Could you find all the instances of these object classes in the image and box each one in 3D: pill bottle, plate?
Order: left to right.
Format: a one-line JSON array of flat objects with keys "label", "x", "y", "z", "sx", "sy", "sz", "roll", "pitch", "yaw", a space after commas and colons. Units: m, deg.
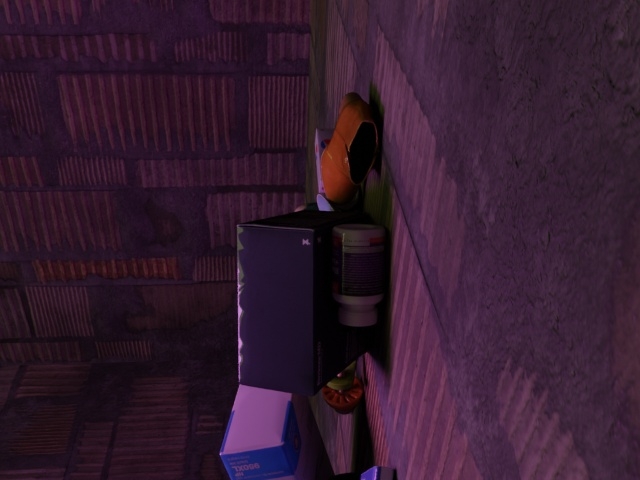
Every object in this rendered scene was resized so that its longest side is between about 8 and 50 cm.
[{"label": "plate", "x": 0.045, "y": -0.036, "z": 1.689, "sx": 0.188, "sy": 0.024, "sz": 0.188, "roll": 59, "pitch": 169, "yaw": 18}, {"label": "pill bottle", "x": 0.076, "y": 0.068, "z": 1.350, "sx": 0.108, "sy": 0.108, "sz": 0.193, "roll": -121, "pitch": 31, "yaw": -80}]

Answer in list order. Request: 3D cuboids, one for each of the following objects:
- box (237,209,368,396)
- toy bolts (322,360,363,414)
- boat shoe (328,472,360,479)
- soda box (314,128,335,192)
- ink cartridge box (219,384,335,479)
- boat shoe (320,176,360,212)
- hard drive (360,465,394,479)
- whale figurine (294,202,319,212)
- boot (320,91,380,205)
[{"label": "box", "x": -0.030, "y": 0.116, "z": 1.475, "sx": 0.312, "sy": 0.179, "sz": 0.342, "roll": -18, "pitch": -70, "yaw": -66}, {"label": "toy bolts", "x": 0.013, "y": 0.321, "z": 1.726, "sx": 0.228, "sy": 0.219, "sz": 0.158, "roll": -69, "pitch": -19, "yaw": -48}, {"label": "boat shoe", "x": 0.063, "y": 0.653, "z": 1.638, "sx": 0.302, "sy": 0.109, "sz": 0.098, "roll": 66, "pitch": -164, "yaw": -87}, {"label": "soda box", "x": 0.024, "y": -0.252, "z": 2.123, "sx": 0.073, "sy": 0.069, "sz": 0.216, "roll": 97, "pitch": 170, "yaw": -53}, {"label": "ink cartridge box", "x": -0.089, "y": 0.572, "z": 1.695, "sx": 0.285, "sy": 0.166, "sz": 0.394, "roll": -80, "pitch": -25, "yaw": -65}, {"label": "boat shoe", "x": 0.066, "y": -0.122, "z": 1.746, "sx": 0.079, "sy": 0.084, "sz": 0.233, "roll": 52, "pitch": -175, "yaw": -26}, {"label": "hard drive", "x": 0.091, "y": 0.611, "z": 1.304, "sx": 0.210, "sy": 0.040, "sz": 0.318, "roll": 101, "pitch": 178, "yaw": -66}, {"label": "whale figurine", "x": 0.000, "y": 0.000, "z": 1.933, "sx": 0.272, "sy": 0.141, "sz": 0.216, "roll": -88, "pitch": -15, "yaw": -60}, {"label": "boot", "x": 0.063, "y": -0.164, "z": 1.490, "sx": 0.211, "sy": 0.104, "sz": 0.295, "roll": -98, "pitch": 13, "yaw": -57}]
